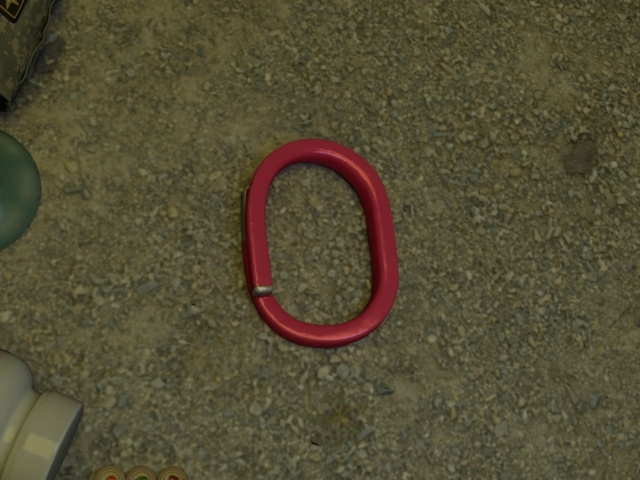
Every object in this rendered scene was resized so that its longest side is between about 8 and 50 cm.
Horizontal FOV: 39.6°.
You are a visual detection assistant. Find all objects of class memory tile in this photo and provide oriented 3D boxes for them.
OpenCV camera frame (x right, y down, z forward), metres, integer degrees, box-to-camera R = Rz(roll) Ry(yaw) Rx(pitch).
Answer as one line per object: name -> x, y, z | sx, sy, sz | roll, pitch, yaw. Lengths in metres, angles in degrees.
memory tile -> -0.215, 0.339, 1.043 | 0.113, 0.012, 0.148 | 5, 69, -12

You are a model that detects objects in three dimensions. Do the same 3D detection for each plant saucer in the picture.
plant saucer -> -0.455, -0.071, 1.125 | 0.195, 0.037, 0.195 | 5, 69, -13

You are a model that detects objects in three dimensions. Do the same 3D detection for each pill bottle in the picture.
pill bottle -> -0.422, 0.179, 0.965 | 0.301, 0.169, 0.169 | 22, 66, -5

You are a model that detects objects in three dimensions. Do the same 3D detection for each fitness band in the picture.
fitness band -> 0.000, 0.000, 1.205 | 0.209, 0.054, 0.291 | -1, 71, -15

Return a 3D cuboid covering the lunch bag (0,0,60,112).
lunch bag -> -0.491, -0.316, 1.142 | 0.287, 0.169, 0.235 | 18, 63, -15
